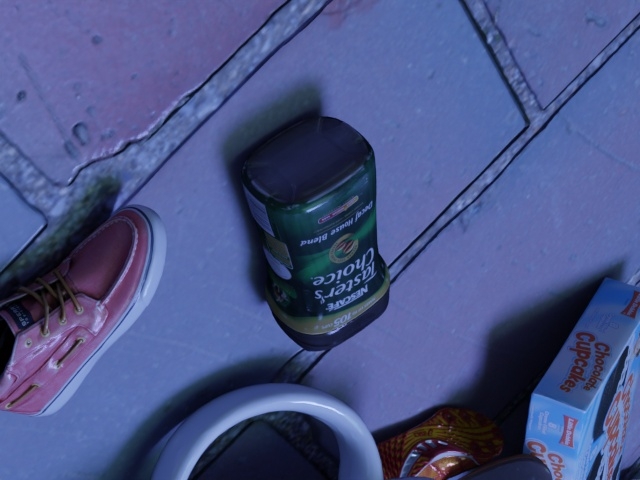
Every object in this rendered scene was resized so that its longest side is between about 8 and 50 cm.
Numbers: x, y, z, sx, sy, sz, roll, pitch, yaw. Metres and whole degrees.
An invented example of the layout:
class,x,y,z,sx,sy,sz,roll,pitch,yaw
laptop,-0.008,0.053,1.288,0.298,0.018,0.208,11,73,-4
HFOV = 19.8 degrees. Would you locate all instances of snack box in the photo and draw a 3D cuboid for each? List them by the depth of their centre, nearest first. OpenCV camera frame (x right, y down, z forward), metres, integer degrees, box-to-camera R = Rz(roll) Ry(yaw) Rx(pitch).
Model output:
class,x,y,z,sx,sy,sz,roll,pitch,yaw
snack box,0.254,0.214,1.827,0.187,0.060,0.322,-51,153,-43

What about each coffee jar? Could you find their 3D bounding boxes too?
class,x,y,z,sx,sy,sz,roll,pitch,yaw
coffee jar,0.000,0.000,1.392,0.096,0.079,0.184,-34,143,-19

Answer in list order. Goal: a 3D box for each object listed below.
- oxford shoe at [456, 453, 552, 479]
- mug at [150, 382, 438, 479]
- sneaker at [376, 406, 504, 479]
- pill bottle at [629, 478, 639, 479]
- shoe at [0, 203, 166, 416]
class,x,y,z,sx,sy,sz,roll,pitch,yaw
oxford shoe,0.137,0.252,1.756,0.212,0.076,0.076,-37,-164,32
mug,-0.040,0.302,1.512,0.328,0.276,0.374,-4,97,-30
sneaker,0.098,0.203,1.726,0.175,0.064,0.067,-12,151,-34
pill bottle,0.349,0.410,2.103,0.153,0.153,0.264,-17,135,-37
shoe,-0.179,0.048,1.257,0.178,0.063,0.081,-54,150,16
